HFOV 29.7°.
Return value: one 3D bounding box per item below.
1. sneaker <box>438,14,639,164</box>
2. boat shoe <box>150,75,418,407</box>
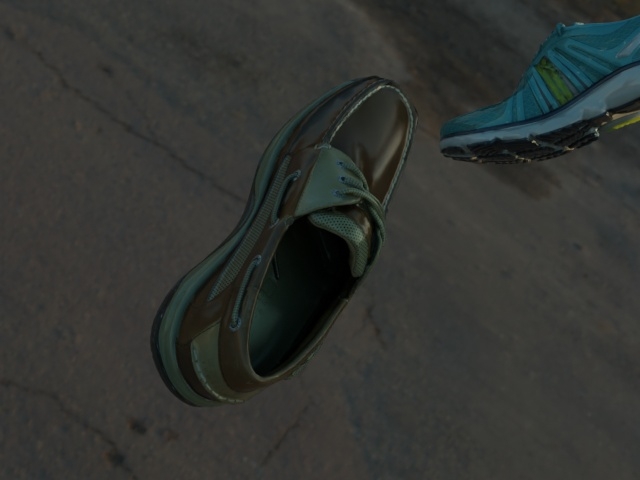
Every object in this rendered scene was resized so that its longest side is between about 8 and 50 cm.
[{"bbox_3d":[0.237,-0.148,1.143,0.107,0.275,0.110,17,53,-65],"label":"sneaker"},{"bbox_3d":[0.000,0.000,0.955,0.122,0.120,0.324,47,59,-27],"label":"boat shoe"}]
